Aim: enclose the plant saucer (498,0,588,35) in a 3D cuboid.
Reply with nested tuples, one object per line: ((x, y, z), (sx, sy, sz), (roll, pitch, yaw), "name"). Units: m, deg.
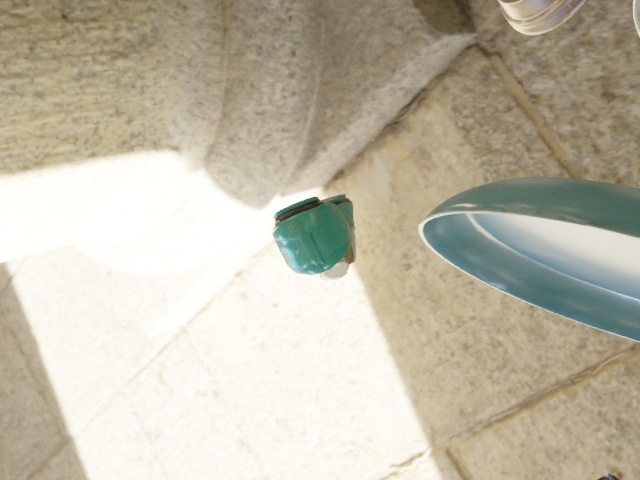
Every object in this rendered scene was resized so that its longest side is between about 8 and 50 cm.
((0.247, -0.344, 0.795), (0.278, 0.041, 0.277), (-165, 90, -74), "plant saucer")

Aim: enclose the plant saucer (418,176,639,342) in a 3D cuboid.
((0.227, 0.025, 0.569), (0.318, 0.318, 0.043), (13, 79, 41), "plant saucer")

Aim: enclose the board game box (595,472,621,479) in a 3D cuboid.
((0.251, 0.263, 0.538), (0.026, 0.126, 0.186), (-40, 31, 22), "board game box")

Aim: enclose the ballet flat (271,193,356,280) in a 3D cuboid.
((0.000, 0.000, 0.841), (0.083, 0.247, 0.087), (-22, 91, 8), "ballet flat")

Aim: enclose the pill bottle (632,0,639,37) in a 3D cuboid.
((0.285, -0.197, 0.551), (0.121, 0.221, 0.121), (15, 128, 21), "pill bottle")
